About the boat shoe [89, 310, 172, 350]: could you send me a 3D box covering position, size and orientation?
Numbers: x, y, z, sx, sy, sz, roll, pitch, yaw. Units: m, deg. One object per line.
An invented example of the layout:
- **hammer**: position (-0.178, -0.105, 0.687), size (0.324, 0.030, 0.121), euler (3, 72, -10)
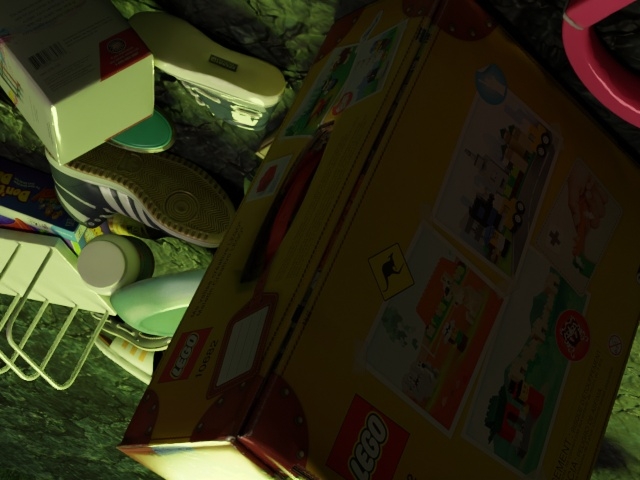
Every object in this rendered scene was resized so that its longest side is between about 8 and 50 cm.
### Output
- **boat shoe**: position (-0.318, 0.135, 2.176), size (0.206, 0.075, 0.065), euler (10, 153, 37)

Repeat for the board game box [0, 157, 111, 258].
- **board game box**: position (-0.499, -0.041, 2.008), size (0.347, 0.078, 0.233), euler (19, 153, 12)

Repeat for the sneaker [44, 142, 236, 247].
- **sneaker**: position (-0.245, -0.055, 1.740), size (0.282, 0.099, 0.153), euler (28, 152, 4)

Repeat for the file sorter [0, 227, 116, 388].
- **file sorter**: position (-0.499, 0.100, 1.983), size (0.277, 0.173, 0.193), euler (9, 149, 31)

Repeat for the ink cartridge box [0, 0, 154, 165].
- **ink cartridge box**: position (-0.284, -0.203, 1.400), size (0.176, 0.128, 0.127), euler (51, 159, 17)

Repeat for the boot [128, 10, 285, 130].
- **boot**: position (-0.137, -0.184, 1.441), size (0.190, 0.069, 0.086), euler (26, 148, -3)

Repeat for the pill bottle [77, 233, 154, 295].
- **pill bottle**: position (-0.289, 0.034, 1.794), size (0.087, 0.087, 0.160), euler (24, -179, 4)

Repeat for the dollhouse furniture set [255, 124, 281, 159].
- **dollhouse furniture set**: position (0.018, -0.065, 1.489), size (0.161, 0.101, 0.182), euler (35, 152, -18)

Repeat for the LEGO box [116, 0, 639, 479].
- **LEGO box**: position (0.099, 0.067, 1.213), size (0.372, 0.500, 0.193), euler (39, 150, -25)

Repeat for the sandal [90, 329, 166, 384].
- **sandal**: position (-0.294, 0.225, 2.315), size (0.265, 0.076, 0.102), euler (34, 176, 9)

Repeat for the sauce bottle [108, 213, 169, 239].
- **sauce bottle**: position (-0.251, -0.022, 1.869), size (0.128, 0.042, 0.042), euler (8, 149, 32)

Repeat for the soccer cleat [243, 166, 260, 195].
- **soccer cleat**: position (0.001, -0.001, 1.669), size (0.121, 0.093, 0.289), euler (43, 177, 46)

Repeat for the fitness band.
- **fitness band**: position (0.331, -0.174, 1.077), size (0.209, 0.054, 0.291), euler (35, 153, -20)

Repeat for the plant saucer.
- **plant saucer**: position (-0.135, 0.091, 1.796), size (0.317, 0.044, 0.317), euler (-6, 165, -2)

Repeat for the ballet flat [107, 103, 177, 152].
- **ballet flat**: position (-0.272, -0.157, 1.625), size (0.203, 0.074, 0.074), euler (15, 152, 8)
